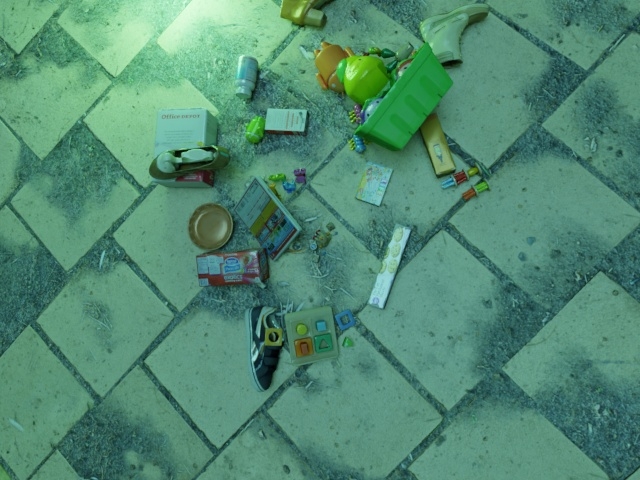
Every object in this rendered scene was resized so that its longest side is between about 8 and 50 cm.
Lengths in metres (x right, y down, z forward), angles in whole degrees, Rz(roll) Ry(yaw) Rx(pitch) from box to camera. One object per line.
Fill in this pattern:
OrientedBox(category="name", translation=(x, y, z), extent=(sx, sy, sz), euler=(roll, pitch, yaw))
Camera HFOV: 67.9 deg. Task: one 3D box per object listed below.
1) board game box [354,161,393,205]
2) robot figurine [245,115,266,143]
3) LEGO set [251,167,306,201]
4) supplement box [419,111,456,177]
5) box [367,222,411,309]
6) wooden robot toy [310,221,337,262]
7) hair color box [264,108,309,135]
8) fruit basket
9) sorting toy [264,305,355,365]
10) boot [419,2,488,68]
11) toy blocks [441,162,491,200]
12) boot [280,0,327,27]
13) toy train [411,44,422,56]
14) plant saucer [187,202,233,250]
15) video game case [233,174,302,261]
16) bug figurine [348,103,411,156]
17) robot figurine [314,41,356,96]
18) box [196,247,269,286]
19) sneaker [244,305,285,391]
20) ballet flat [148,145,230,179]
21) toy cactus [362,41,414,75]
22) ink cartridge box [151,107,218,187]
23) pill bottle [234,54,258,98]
OrientedBox(category="board game box", translation=(0.208, -0.219, 1.847), extent=(0.104, 0.026, 0.154), euler=(19, 87, 13))
OrientedBox(category="robot figurine", translation=(-0.266, -0.451, 1.952), extent=(0.101, 0.067, 0.115), euler=(24, 88, 41))
OrientedBox(category="LEGO set", translation=(-0.159, -0.209, 1.899), extent=(0.227, 0.093, 0.087), euler=(-7, 50, 15))
OrientedBox(category="supplement box", translation=(0.437, -0.356, 1.792), extent=(0.078, 0.080, 0.233), euler=(-18, 78, 10))
OrientedBox(category="box", translation=(0.260, 0.097, 1.777), extent=(0.067, 0.063, 0.323), euler=(20, 87, 14))
OrientedBox(category="wooden robot toy", translation=(0.000, 0.000, 1.835), extent=(0.076, 0.079, 0.173), euler=(30, 89, 13))
OrientedBox(category="hair color box", translation=(-0.135, -0.483, 1.937), extent=(0.167, 0.053, 0.093), euler=(6, 83, 14))
OrientedBox(category="fruit basket", translation=(0.221, -0.544, 1.697), extent=(0.392, 0.283, 0.391), euler=(0, 98, -2))
OrientedBox(category="sorting toy", translation=(-0.031, 0.353, 1.752), extent=(0.348, 0.047, 0.195), euler=(-9, 88, -11))
OrientedBox(category="boot", translation=(0.529, -0.775, 1.817), extent=(0.262, 0.095, 0.203), euler=(-14, 82, 7))
OrientedBox(category="toy blocks", translation=(0.537, -0.204, 1.763), extent=(0.148, 0.054, 0.123), euler=(-27, 78, 7))
OrientedBox(category="boot", translation=(-0.040, -1.038, 1.962), extent=(0.211, 0.104, 0.295), euler=(24, 92, 13))
OrientedBox(category="toy train", translation=(0.391, -0.684, 1.858), extent=(0.125, 0.046, 0.166), euler=(-29, 78, 7))
OrientedBox(category="plant saucer", translation=(-0.449, -0.056, 1.956), extent=(0.200, 0.037, 0.199), euler=(-2, 82, 11))
OrientedBox(category="video game case", translation=(-0.213, -0.085, 1.865), extent=(0.285, 0.025, 0.204), euler=(51, 127, 13))
OrientedBox(category="bug figurine", translation=(0.226, -0.458, 1.850), extent=(0.279, 0.072, 0.216), euler=(-19, 79, 9))
OrientedBox(category="robot figurine", translation=(0.063, -0.683, 1.883), extent=(0.158, 0.128, 0.219), euler=(-29, 78, -6))
OrientedBox(category="box", translation=(-0.340, 0.103, 1.859), extent=(0.257, 0.122, 0.128), euler=(-5, 95, 11))
OrientedBox(category="sneaker", translation=(-0.205, 0.406, 1.802), extent=(0.128, 0.126, 0.320), euler=(-11, 79, 16))
OrientedBox(category="ballet flat", translation=(-0.522, -0.309, 1.828), extent=(0.343, 0.124, 0.116), euler=(-4, 84, 8))
OrientedBox(category="toy cactus", translation=(0.279, -0.686, 1.832), extent=(0.180, 0.112, 0.219), euler=(-42, 81, 34))
OrientedBox(category="ink cartridge box", translation=(-0.558, -0.378, 1.971), extent=(0.226, 0.131, 0.306), euler=(2, 83, 11))
OrientedBox(category="pill bottle", translation=(-0.311, -0.678, 1.980), extent=(0.087, 0.087, 0.160), euler=(6, 84, 12))
